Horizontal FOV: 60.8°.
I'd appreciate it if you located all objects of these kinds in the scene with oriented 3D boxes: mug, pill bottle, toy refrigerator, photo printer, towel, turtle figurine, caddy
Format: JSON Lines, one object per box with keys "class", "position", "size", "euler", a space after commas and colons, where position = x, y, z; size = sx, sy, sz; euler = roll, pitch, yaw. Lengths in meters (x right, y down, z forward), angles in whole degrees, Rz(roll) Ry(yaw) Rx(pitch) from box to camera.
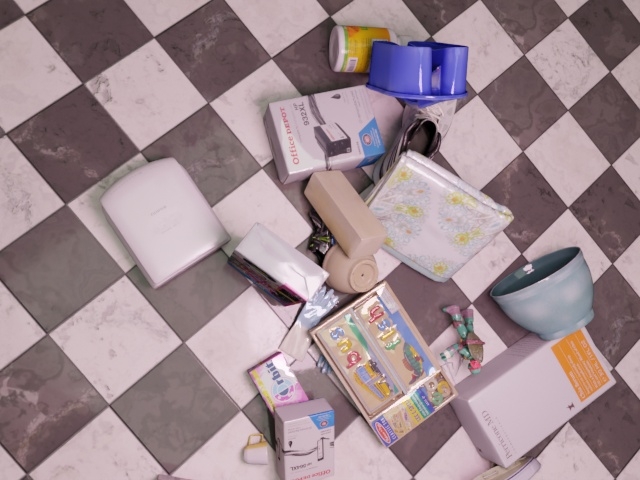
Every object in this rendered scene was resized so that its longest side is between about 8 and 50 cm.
{"class": "mug", "position": [-0.179, 0.585, 1.512], "size": [0.064, 0.078, 0.062], "euler": [-3, 116, -5]}
{"class": "pill bottle", "position": [0.159, -0.595, 1.706], "size": [0.245, 0.136, 0.136], "euler": [-2, 83, -14]}
{"class": "toy refrigerator", "position": [0.068, -0.077, 1.569], "size": [0.102, 0.094, 0.270], "euler": [-11, 55, -36]}
{"class": "photo printer", "position": [-0.434, -0.062, 1.506], "size": [0.256, 0.107, 0.308], "euler": [-33, 91, -15]}
{"class": "towel", "position": [0.305, -0.059, 1.581], "size": [0.374, 0.320, 0.090], "euler": [30, 45, -8]}
{"class": "turtle figurine", "position": [0.434, 0.317, 1.636], "size": [0.175, 0.118, 0.234], "euler": [33, 47, -50]}
{"class": "caddy", "position": [0.270, -0.466, 1.548], "size": [0.241, 0.341, 0.179], "euler": [-7, 114, -16]}

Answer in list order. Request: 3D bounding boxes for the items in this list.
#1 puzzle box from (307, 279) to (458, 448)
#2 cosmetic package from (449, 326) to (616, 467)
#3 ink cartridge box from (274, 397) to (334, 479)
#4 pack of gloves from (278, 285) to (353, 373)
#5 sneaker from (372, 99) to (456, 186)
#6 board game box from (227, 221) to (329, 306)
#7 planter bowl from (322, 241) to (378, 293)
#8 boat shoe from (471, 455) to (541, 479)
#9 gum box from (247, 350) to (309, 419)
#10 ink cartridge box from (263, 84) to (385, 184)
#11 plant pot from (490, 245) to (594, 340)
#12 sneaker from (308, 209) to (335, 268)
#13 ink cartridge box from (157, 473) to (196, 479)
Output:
{"class": "puzzle box", "position": [0.182, 0.356, 1.585], "size": [0.272, 0.052, 0.409], "euler": [-34, 94, -7]}
{"class": "cosmetic package", "position": [0.639, 0.450, 1.665], "size": [0.453, 0.161, 0.230], "euler": [-30, 90, -15]}
{"class": "ink cartridge box", "position": [-0.042, 0.550, 1.486], "size": [0.148, 0.086, 0.203], "euler": [-7, 104, -22]}
{"class": "pack of gloves", "position": [0.017, 0.264, 1.612], "size": [0.195, 0.046, 0.232], "euler": [32, 86, -9]}
{"class": "sneaker", "position": [0.336, -0.346, 1.651], "size": [0.169, 0.257, 0.448], "euler": [31, 76, -7]}
{"class": "board game box", "position": [-0.125, 0.073, 1.459], "size": [0.224, 0.303, 0.097], "euler": [38, 76, -5]}
{"class": "planter bowl", "position": [0.101, 0.087, 1.581], "size": [0.162, 0.109, 0.162], "euler": [-10, 110, -28]}
{"class": "boat shoe", "position": [0.548, 0.687, 1.601], "size": [0.302, 0.109, 0.094], "euler": [-3, 43, -46]}
{"class": "gum box", "position": [-0.113, 0.422, 1.539], "size": [0.107, 0.062, 0.188], "euler": [-30, 90, -15]}
{"class": "ink cartridge box", "position": [0.008, -0.317, 1.635], "size": [0.307, 0.129, 0.223], "euler": [-15, 86, -14]}
{"class": "plant pot", "position": [0.693, 0.175, 1.642], "size": [0.293, 0.293, 0.196], "euler": [-31, 88, -15]}
{"class": "sneaker", "position": [0.000, 0.000, 1.622], "size": [0.078, 0.067, 0.188], "euler": [-13, 89, -21]}
{"class": "ink cartridge box", "position": [-0.335, 0.673, 1.424], "size": [0.198, 0.115, 0.067], "euler": [15, 78, -11]}
